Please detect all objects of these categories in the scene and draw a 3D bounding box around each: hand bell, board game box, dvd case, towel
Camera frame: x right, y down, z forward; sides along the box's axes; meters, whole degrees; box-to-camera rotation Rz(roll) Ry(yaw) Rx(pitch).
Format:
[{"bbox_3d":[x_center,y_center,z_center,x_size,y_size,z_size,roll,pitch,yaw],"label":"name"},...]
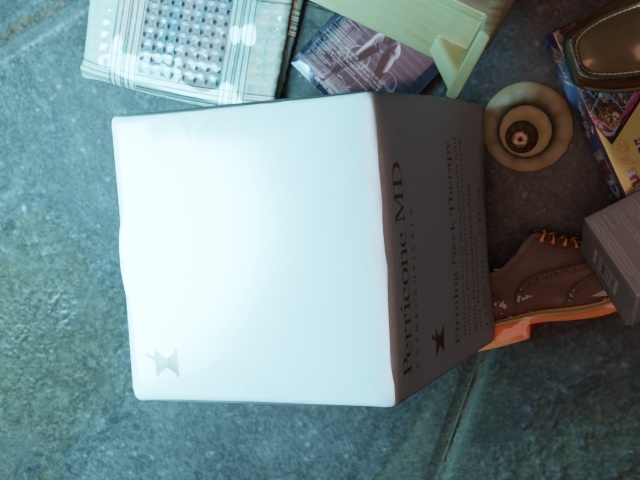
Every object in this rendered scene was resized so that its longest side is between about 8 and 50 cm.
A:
[{"bbox_3d":[0.259,-0.136,1.278,0.126,0.242,0.126,2,100,12],"label":"hand bell"},{"bbox_3d":[0.411,-0.183,1.296,0.165,0.042,0.243,-23,88,-6],"label":"board game box"},{"bbox_3d":[0.090,-0.272,1.409,0.164,0.018,0.221,45,107,3],"label":"dvd case"},{"bbox_3d":[-0.178,-0.357,1.437,0.312,0.056,0.324,15,102,10],"label":"towel"}]

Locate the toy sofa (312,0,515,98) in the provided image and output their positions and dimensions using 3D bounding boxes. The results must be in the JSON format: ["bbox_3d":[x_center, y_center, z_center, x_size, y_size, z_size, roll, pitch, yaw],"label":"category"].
[{"bbox_3d":[0.065,-0.348,1.268,0.363,0.150,0.177,26,64,2],"label":"toy sofa"}]

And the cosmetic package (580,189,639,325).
[{"bbox_3d":[0.454,-0.012,1.237,0.238,0.107,0.127,-24,61,-3],"label":"cosmetic package"}]

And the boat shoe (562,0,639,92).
[{"bbox_3d":[0.458,-0.269,1.222,0.324,0.120,0.122,-17,87,-5],"label":"boat shoe"}]

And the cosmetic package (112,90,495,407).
[{"bbox_3d":[0.000,0.000,1.231,0.328,0.394,0.329,-2,95,25],"label":"cosmetic package"}]

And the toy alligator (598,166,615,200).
[{"bbox_3d":[0.409,-0.141,1.341,0.056,0.051,0.189,18,84,-3],"label":"toy alligator"}]

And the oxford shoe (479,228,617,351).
[{"bbox_3d":[0.336,0.039,1.355,0.364,0.130,0.132,-21,89,16],"label":"oxford shoe"}]
